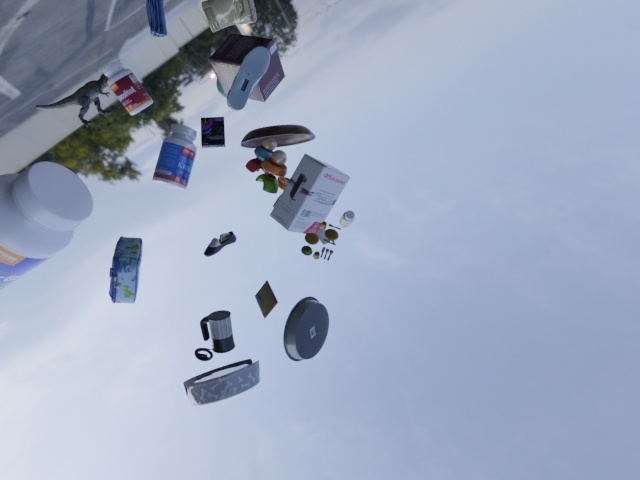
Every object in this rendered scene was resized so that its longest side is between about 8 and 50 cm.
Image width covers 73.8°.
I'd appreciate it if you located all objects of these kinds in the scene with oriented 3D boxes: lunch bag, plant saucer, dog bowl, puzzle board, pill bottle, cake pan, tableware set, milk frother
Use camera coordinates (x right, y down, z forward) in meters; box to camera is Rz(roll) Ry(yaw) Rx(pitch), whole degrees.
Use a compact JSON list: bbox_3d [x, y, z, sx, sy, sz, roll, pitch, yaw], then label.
[{"bbox_3d":[-0.650,0.100,1.428,0.219,0.090,0.176,-121,-139,-56],"label":"lunch bag"},{"bbox_3d":[-0.176,-0.426,1.746,0.311,0.050,0.310,-6,-176,0],"label":"plant saucer"},{"bbox_3d":[-0.427,0.624,1.884,0.349,0.102,0.349,-16,173,-2],"label":"dog bowl"},{"bbox_3d":[-0.220,0.240,1.737,0.096,0.011,0.128,-52,-135,20],"label":"puzzle board"},{"bbox_3d":[-0.523,-0.304,1.554,0.124,0.124,0.221,9,-96,50],"label":"pill bottle"},{"bbox_3d":[-0.053,0.397,1.889,0.054,0.293,0.293,9,-129,34],"label":"cake pan"},{"bbox_3d":[0.000,0.000,1.378,0.024,0.104,0.154,113,-1,-52],"label":"tableware set"},{"bbox_3d":[0.140,-0.114,2.219,0.065,0.065,0.116,-49,177,-21],"label":"pill bottle"},{"bbox_3d":[-0.612,-0.483,1.348,0.086,0.152,0.086,-27,-155,13],"label":"pill bottle"},{"bbox_3d":[-0.527,-0.018,0.722,0.272,0.152,0.152,-28,-149,18],"label":"pill bottle"},{"bbox_3d":[-0.383,0.342,1.524,0.129,0.134,0.143,-4,-164,4],"label":"milk frother"}]

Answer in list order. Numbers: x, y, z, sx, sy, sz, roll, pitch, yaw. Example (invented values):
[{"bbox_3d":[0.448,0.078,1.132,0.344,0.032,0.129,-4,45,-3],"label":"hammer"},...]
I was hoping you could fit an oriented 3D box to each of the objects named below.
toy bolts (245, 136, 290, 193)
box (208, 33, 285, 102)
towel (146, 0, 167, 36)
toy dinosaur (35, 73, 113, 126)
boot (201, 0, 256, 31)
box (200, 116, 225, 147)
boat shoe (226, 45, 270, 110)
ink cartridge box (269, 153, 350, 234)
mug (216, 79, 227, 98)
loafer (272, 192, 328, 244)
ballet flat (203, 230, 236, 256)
[{"bbox_3d":[-0.172,-0.308,1.703,0.228,0.218,0.158,47,-60,35],"label":"toy bolts"},{"bbox_3d":[-0.278,-0.662,1.632,0.203,0.167,0.168,20,-117,23],"label":"box"},{"bbox_3d":[-0.309,-0.443,0.789,0.029,0.119,0.067,-10,-158,-22],"label":"towel"},{"bbox_3d":[-0.759,-0.448,1.388,0.268,0.118,0.064,-32,-144,-11],"label":"toy dinosaur"},{"bbox_3d":[-0.379,-0.982,1.684,0.204,0.261,0.095,-8,-160,13],"label":"boot"},{"bbox_3d":[-0.533,-0.537,2.112,0.116,0.029,0.162,-5,-107,-7],"label":"box"},{"bbox_3d":[-0.204,-0.439,1.157,0.183,0.065,0.083,-59,-154,6],"label":"boat shoe"},{"bbox_3d":[-0.036,-0.167,1.605,0.114,0.197,0.272,40,-74,28],"label":"ink cartridge box"},{"bbox_3d":[-0.378,-0.690,1.858,0.097,0.129,0.158,36,-118,22],"label":"mug"},{"bbox_3d":[-0.086,-0.087,1.990,0.111,0.319,0.112,-47,-168,-6],"label":"loafer"},{"bbox_3d":[-0.501,0.008,2.113,0.074,0.074,0.203,-3,-158,42],"label":"ballet flat"}]
